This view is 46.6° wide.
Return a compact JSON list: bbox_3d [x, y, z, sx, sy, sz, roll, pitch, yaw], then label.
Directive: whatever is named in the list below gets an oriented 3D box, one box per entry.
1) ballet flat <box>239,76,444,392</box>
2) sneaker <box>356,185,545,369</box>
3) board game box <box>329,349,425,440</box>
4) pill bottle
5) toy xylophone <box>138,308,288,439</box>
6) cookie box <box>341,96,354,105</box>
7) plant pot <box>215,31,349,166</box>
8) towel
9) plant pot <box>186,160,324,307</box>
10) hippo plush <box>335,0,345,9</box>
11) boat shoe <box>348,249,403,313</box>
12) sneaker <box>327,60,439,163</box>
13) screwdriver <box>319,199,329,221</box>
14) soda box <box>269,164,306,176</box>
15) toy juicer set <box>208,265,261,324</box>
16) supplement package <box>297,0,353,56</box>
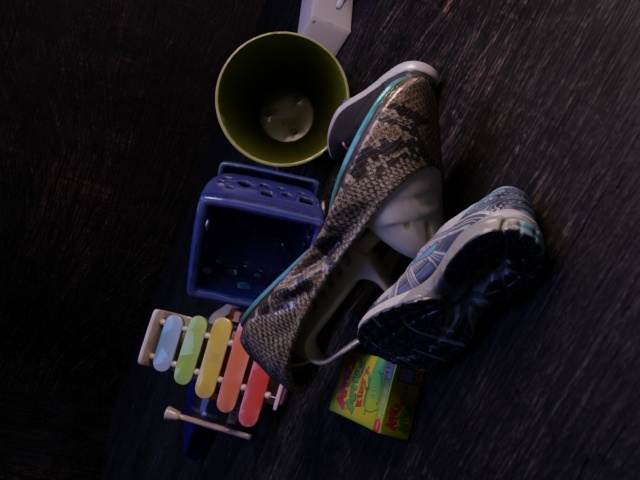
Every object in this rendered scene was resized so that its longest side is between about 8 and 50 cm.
[{"bbox_3d":[0.060,0.022,1.011,0.182,0.164,0.482,46,116,27],"label":"ballet flat"},{"bbox_3d":[0.150,0.047,0.857,0.283,0.110,0.122,-44,16,39],"label":"sneaker"},{"bbox_3d":[0.072,0.203,1.002,0.181,0.043,0.092,171,115,-70],"label":"board game box"},{"bbox_3d":[-0.179,0.268,1.550,0.130,0.131,0.245,177,109,-71],"label":"pill bottle"},{"bbox_3d":[-0.199,0.259,1.445,0.081,0.323,0.236,32,-115,-72],"label":"toy xylophone"},{"bbox_3d":[0.060,-0.224,1.461,0.092,0.040,0.107,-165,92,-72],"label":"cookie box"},{"bbox_3d":[-0.081,-0.292,1.654,0.293,0.275,0.274,-119,47,-87],"label":"plant pot"},{"bbox_3d":[-0.289,0.373,1.890,0.308,0.076,0.227,-98,24,-54],"label":"towel"},{"bbox_3d":[-0.122,-0.019,1.460,0.212,0.236,0.235,-87,10,-57],"label":"plant pot"},{"bbox_3d":[0.109,-0.684,1.595,0.236,0.235,0.294,-70,-38,-68],"label":"hippo plush"},{"bbox_3d":[0.065,0.039,1.133,0.068,0.072,0.190,-96,29,-52],"label":"boat shoe"},{"bbox_3d":[0.081,-0.163,1.228,0.296,0.105,0.146,-35,35,56],"label":"sneaker"},{"bbox_3d":[0.000,0.000,1.474,0.024,0.025,0.169,151,125,-64],"label":"screwdriver"},{"bbox_3d":[-0.084,-0.183,1.832,0.169,0.053,0.060,-124,53,-69],"label":"soda box"},{"bbox_3d":[-0.131,0.058,1.705,0.209,0.090,0.328,-13,51,55],"label":"toy juicer set"},{"bbox_3d":[0.012,-0.552,1.822,0.105,0.105,0.179,130,153,-49],"label":"supplement package"}]
